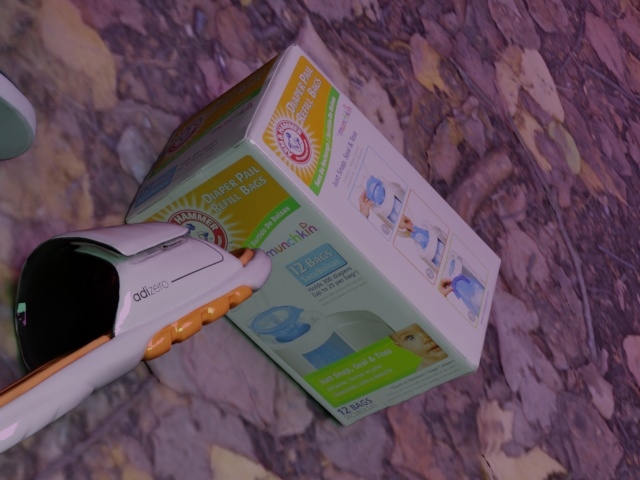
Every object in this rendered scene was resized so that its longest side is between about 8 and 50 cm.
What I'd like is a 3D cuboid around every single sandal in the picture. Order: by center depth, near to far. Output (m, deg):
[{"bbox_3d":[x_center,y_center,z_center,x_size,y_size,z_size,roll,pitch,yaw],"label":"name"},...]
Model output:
[{"bbox_3d":[-0.119,0.034,0.634,0.265,0.102,0.076,-33,96,-54],"label":"sandal"}]

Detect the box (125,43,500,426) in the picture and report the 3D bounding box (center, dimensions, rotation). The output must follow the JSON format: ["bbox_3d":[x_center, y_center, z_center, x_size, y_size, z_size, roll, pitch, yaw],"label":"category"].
[{"bbox_3d":[0.000,0.000,0.800,0.203,0.114,0.103,45,38,-21],"label":"box"}]

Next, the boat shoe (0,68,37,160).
[{"bbox_3d":[-0.216,-0.114,0.647,0.183,0.065,0.083,32,42,-35],"label":"boat shoe"}]
